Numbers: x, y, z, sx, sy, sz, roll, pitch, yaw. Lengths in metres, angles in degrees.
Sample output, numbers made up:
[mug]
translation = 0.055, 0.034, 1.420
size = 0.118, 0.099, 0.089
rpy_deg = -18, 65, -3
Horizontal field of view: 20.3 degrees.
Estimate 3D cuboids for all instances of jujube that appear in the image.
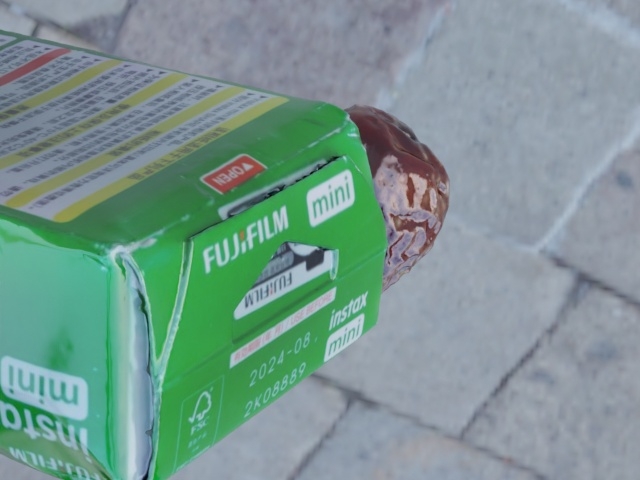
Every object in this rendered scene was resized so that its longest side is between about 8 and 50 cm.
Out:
[jujube]
translation = 0.000, 0.000, 0.806
size = 0.129, 0.077, 0.077
rpy_deg = -45, 115, 2

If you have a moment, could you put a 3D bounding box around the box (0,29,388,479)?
[box]
translation = -0.117, -0.008, 0.701
size = 0.250, 0.180, 0.103
rpy_deg = 16, 118, 29
